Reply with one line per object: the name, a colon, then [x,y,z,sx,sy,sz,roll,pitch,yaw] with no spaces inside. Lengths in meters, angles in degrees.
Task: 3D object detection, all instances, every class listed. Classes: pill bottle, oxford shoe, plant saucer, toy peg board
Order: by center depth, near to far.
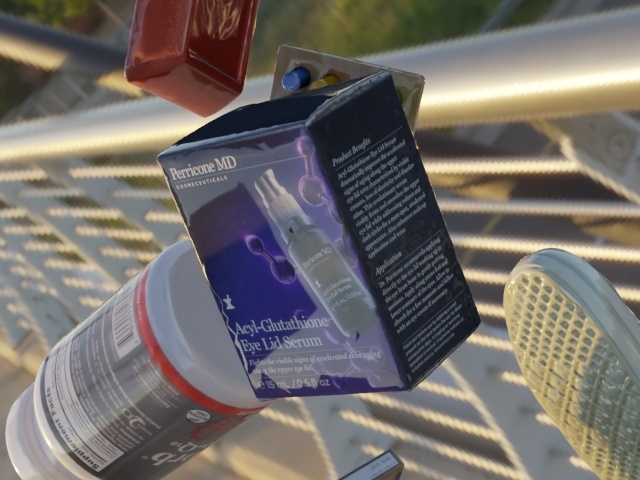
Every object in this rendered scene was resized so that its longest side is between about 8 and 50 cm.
oxford shoe: [0.309,0.161,1.187,0.130,0.449,0.169,-47,22,-17]
plant saucer: [-0.105,-0.258,1.347,0.259,0.047,0.259,14,-94,-78]
toy peg board: [0.011,-0.107,1.459,0.079,0.160,0.161,-41,-36,-69]
pill bottle: [-0.205,0.167,1.630,0.363,0.210,0.210,-38,20,38]

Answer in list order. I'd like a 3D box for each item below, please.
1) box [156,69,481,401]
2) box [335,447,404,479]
box: [0.000,0.000,1.006,0.153,0.207,0.108,-10,18,42]
box: [0.032,0.378,1.853,0.136,0.036,0.225,-26,-31,-29]
